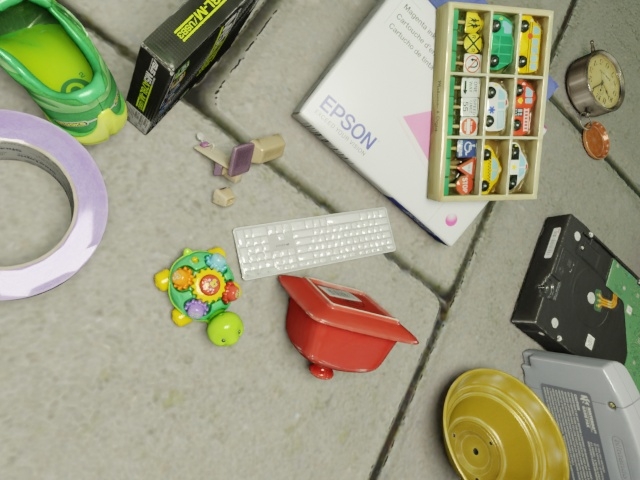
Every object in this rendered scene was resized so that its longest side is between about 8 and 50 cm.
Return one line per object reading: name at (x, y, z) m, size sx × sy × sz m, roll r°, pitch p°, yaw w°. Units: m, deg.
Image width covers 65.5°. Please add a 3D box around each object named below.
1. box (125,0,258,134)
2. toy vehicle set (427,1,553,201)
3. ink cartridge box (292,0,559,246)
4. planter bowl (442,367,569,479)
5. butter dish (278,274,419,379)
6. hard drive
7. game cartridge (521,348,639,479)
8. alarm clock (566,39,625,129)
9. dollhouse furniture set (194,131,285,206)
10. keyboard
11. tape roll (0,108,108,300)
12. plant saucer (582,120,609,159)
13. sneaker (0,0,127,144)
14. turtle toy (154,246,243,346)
box at (-0.143, -0.223, 0.570) m, size 0.045 × 0.190 × 0.184 m, roll 43°, pitch 66°, yaw -15°
toy vehicle set at (0.242, -0.191, 0.715) m, size 0.166 × 0.035 × 0.267 m, roll -4°, pitch 103°, yaw -15°
ink cartridge box at (0.182, -0.213, 0.748) m, size 0.324 × 0.071 × 0.330 m, roll 37°, pitch 93°, yaw -19°
planter bowl at (0.262, 0.316, 0.767) m, size 0.217 × 0.090 × 0.217 m, roll 13°, pitch 52°, yaw -16°
butter dish at (0.018, 0.128, 0.659) m, size 0.160 × 0.160 × 0.118 m, roll 16°, pitch 100°, yaw -25°
hard drive at (0.528, 0.137, 0.966) m, size 0.339 × 0.064 × 0.237 m, roll 34°, pitch 70°, yaw -20°
game cartridge at (0.452, 0.335, 0.826) m, size 0.062 × 0.198 × 0.297 m, roll -15°, pitch 92°, yaw -29°
alarm clock at (0.565, -0.309, 1.036) m, size 0.129 × 0.064 × 0.192 m, roll 32°, pitch 68°, yaw -22°
dollhouse furniture set at (-0.114, -0.114, 0.677) m, size 0.081 × 0.091 × 0.114 m, roll 33°, pitch 36°, yaw 21°
keyboard at (0.000, 0.000, 0.723) m, size 0.256 × 0.014 × 0.072 m, roll -10°, pitch 89°, yaw -29°
tape roll at (-0.323, -0.032, 0.513) m, size 0.189 × 0.080 × 0.189 m, roll 3°, pitch 84°, yaw -28°
plant saucer at (0.589, -0.214, 1.066) m, size 0.083 × 0.013 × 0.083 m, roll 4°, pitch 83°, yaw -29°
sneaker at (-0.312, -0.235, 0.508) m, size 0.295 × 0.123 × 0.109 m, roll 45°, pitch 68°, yaw -6°
turtle toy at (-0.137, 0.069, 0.610) m, size 0.095 × 0.066 × 0.130 m, roll -27°, pitch 97°, yaw -28°
